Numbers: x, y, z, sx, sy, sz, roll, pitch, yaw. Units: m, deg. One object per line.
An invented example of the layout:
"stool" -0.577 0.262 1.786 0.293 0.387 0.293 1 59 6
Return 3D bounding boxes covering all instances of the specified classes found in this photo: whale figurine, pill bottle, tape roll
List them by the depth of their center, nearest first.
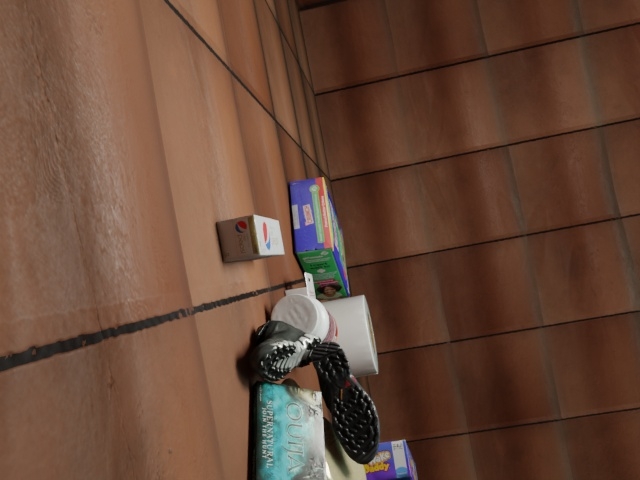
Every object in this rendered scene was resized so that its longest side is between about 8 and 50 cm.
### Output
"whale figurine" -0.034 0.394 1.081 0.272 0.141 0.216 57 22 12
"pill bottle" -0.034 0.189 1.309 0.221 0.121 0.121 60 20 -70
"tape roll" 0.076 0.300 1.827 0.246 0.169 0.246 -12 90 -83

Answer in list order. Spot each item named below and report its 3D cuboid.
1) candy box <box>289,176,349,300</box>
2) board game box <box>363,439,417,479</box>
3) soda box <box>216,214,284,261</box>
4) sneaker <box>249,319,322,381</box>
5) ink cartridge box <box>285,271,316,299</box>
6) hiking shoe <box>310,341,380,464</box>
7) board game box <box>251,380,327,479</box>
"candy box" 0.000 0.000 1.866 0.317 0.122 0.268 67 15 -56
"board game box" 0.108 0.564 1.417 0.347 0.233 0.078 68 14 -59
"soda box" -0.124 -0.002 1.099 0.216 0.069 0.073 6 73 -82
"sneaker" -0.086 0.195 1.078 0.078 0.106 0.234 -67 159 6
"ink cartridge box" -0.044 0.176 1.496 0.104 0.060 0.180 36 44 -79
"hiking shoe" 0.052 0.302 1.100 0.114 0.086 0.226 76 -6 -64
"board game box" -0.053 0.331 0.984 0.026 0.126 0.186 -55 -151 41
